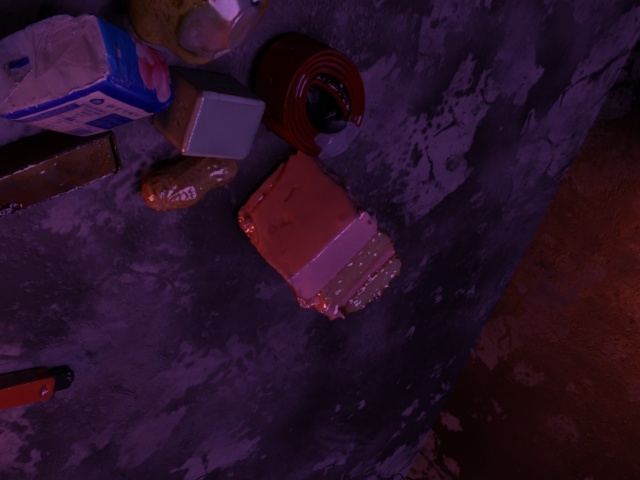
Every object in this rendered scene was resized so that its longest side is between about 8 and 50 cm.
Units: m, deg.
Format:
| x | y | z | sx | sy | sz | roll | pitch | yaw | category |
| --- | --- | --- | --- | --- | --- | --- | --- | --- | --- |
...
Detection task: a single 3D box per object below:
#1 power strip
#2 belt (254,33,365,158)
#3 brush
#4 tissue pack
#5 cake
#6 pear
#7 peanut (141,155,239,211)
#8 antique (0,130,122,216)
| x | y | z | sx | sy | sz | roll | pitch | yaw | category |
| --- | --- | --- | --- | --- | --- | --- | --- | --- | --- |
| -0.207 | -0.257 | 1.539 | 0.224 | 0.140 | 0.139 | -1 | 122 | -44 | power strip |
| -0.019 | -0.313 | 1.685 | 0.227 | 0.115 | 0.324 | -49 | 146 | -6 | belt |
| -0.700 | 0.338 | 1.657 | 0.323 | 0.051 | 0.070 | -6 | 129 | -42 | brush |
| -0.388 | -0.267 | 1.233 | 0.209 | 0.137 | 0.269 | -18 | 179 | 10 | tissue pack |
| 0.000 | 0.000 | 1.846 | 0.293 | 0.314 | 0.307 | -44 | 145 | -2 | cake |
| -0.215 | -0.442 | 1.298 | 0.271 | 0.271 | 0.271 | -27 | 139 | -26 | pear |
| -0.277 | -0.129 | 1.612 | 0.226 | 0.108 | 0.095 | -30 | 149 | -26 | peanut |
| -0.530 | -0.128 | 1.376 | 0.309 | 0.087 | 0.093 | -27 | 140 | -27 | antique |
